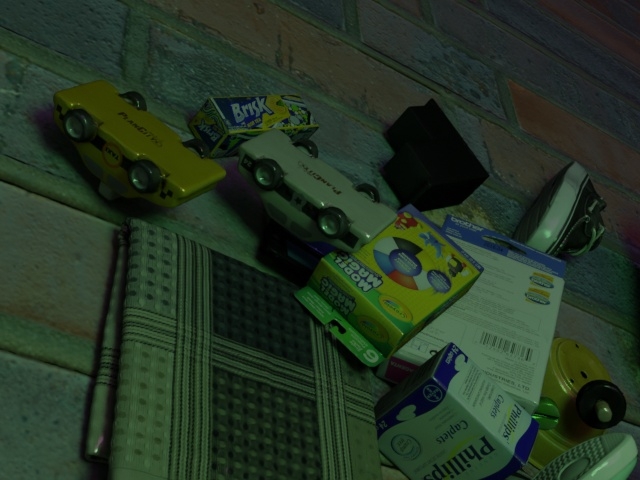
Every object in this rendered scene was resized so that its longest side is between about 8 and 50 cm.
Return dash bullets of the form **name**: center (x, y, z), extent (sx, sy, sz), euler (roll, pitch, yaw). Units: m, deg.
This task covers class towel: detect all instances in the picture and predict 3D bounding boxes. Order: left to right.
- **towel**: center (-0.075, 0.153, 0.931), extent (0.312, 0.056, 0.324), euler (25, 39, -29)

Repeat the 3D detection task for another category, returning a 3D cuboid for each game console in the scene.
- **game console**: center (0.000, 0.000, 1.113), extent (0.122, 0.071, 0.107), euler (32, 15, -15)

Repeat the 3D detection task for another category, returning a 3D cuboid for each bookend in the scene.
- **bookend**: center (0.144, -0.126, 1.375), extent (0.157, 0.072, 0.156), euler (-13, 63, -48)

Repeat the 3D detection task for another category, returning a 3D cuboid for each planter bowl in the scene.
- **planter bowl**: center (0.317, 0.194, 1.216), extent (0.217, 0.090, 0.217), euler (25, 41, -24)

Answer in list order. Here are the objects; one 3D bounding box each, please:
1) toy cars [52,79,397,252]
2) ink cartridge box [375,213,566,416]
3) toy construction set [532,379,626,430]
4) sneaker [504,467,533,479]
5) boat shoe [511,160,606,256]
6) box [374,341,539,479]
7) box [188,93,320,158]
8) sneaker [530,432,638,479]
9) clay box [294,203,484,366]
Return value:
- **toy cars**: center (-0.108, -0.064, 1.034), extent (0.393, 0.087, 0.176), euler (14, 36, -21)
- **ink cartridge box**: center (0.202, 0.092, 1.179), extent (0.185, 0.065, 0.311), euler (21, 38, 9)
- **toy construction set**: center (0.400, 0.315, 1.026), extent (0.237, 0.257, 0.309), euler (-51, 125, -78)
- **sneaker**: center (0.270, 0.334, 1.047), extent (0.215, 0.084, 0.083), euler (45, 30, 1)
- **boat shoe**: center (0.404, -0.035, 1.491), extent (0.119, 0.121, 0.335), euler (42, 34, 4)
- **box**: center (0.141, 0.205, 1.009), extent (0.137, 0.126, 0.072), euler (43, 35, -2)
- **box**: center (-0.083, -0.148, 1.197), extent (0.169, 0.054, 0.059), euler (-12, 64, -49)
- **sneaker**: center (0.263, 0.326, 0.954), extent (0.151, 0.256, 0.094), euler (45, -7, -2)
- **clay box**: center (0.083, 0.048, 1.079), extent (0.127, 0.053, 0.222), euler (42, 40, 15)
